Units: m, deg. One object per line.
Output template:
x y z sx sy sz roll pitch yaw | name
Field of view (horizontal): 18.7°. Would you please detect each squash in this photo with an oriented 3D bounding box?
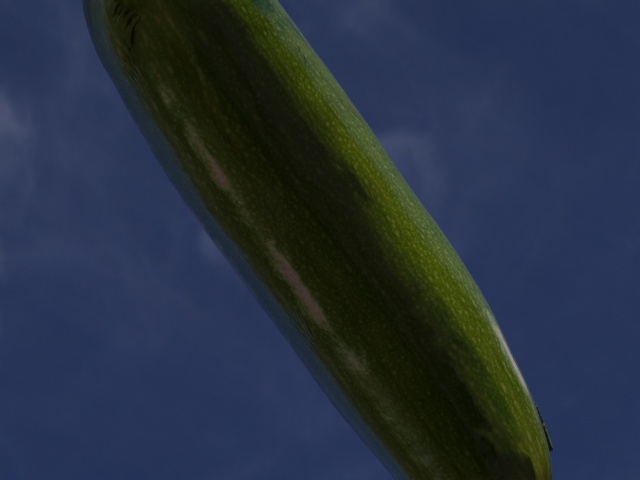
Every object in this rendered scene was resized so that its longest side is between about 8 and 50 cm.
0.001 -0.001 0.685 0.071 0.080 0.318 -24 -74 30 | squash
